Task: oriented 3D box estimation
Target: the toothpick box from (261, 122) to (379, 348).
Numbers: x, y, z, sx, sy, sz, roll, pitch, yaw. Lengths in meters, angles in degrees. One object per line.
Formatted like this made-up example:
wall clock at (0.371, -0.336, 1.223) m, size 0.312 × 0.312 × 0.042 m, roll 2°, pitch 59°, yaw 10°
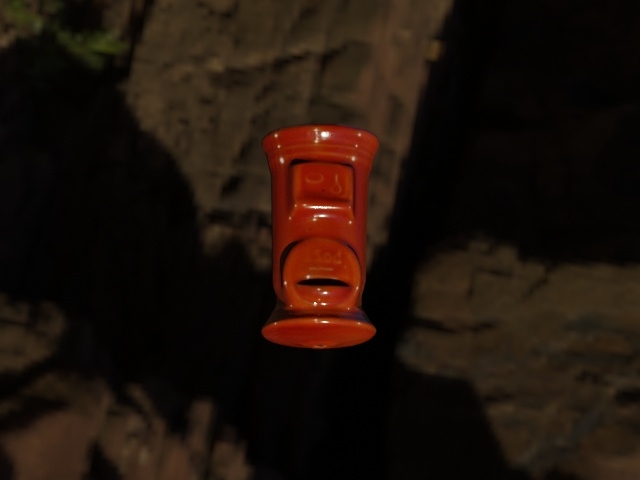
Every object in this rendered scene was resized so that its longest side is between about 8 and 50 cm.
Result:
toothpick box at (0.000, 0.000, 0.747) m, size 0.047 × 0.047 × 0.083 m, roll 80°, pitch 10°, yaw -76°
